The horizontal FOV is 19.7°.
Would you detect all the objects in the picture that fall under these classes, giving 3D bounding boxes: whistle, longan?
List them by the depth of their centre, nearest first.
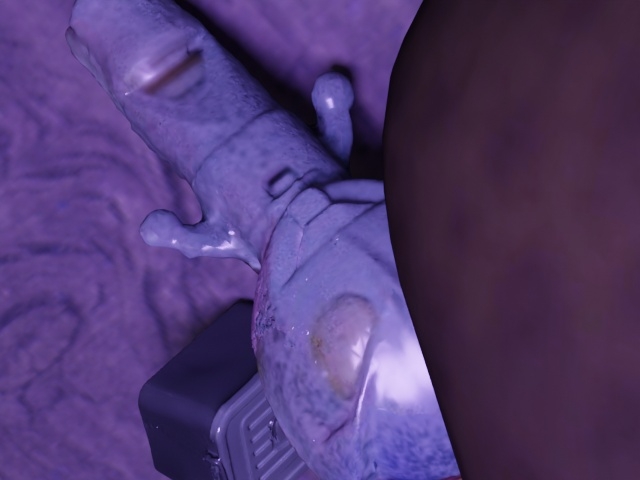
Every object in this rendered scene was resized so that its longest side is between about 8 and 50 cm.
[{"bbox_3d":[0.206,0.027,0.681,0.404,0.336,0.404,27,143,23],"label":"longan"},{"bbox_3d":[0.000,0.001,0.890,0.142,0.133,0.346,-48,69,12],"label":"whistle"}]

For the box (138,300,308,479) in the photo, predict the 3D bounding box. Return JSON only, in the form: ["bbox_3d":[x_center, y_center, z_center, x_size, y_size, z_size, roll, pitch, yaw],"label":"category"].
[{"bbox_3d":[-0.041,0.092,1.035,0.069,0.122,0.084,17,132,34],"label":"box"}]
